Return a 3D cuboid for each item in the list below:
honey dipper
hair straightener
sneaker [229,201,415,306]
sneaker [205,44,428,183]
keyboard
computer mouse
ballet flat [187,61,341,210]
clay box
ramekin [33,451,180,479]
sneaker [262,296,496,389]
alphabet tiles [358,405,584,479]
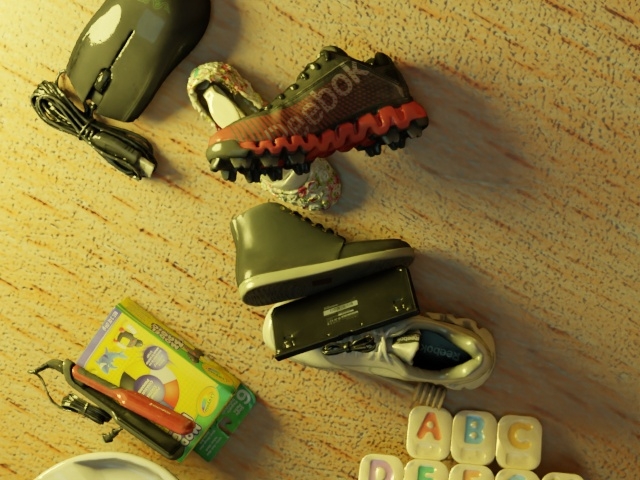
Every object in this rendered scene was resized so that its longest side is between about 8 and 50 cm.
[{"bbox_3d":[0.081,0.177,1.400,0.160,0.030,0.031,18,105,8],"label":"honey dipper"},{"bbox_3d":[-0.277,0.225,1.407,0.230,0.047,0.089,24,110,5],"label":"hair straightener"},{"bbox_3d":[0.000,0.000,1.348,0.222,0.083,0.118,-9,63,-9],"label":"sneaker"},{"bbox_3d":[-0.013,-0.151,1.268,0.276,0.097,0.135,-16,86,-22],"label":"sneaker"},{"bbox_3d":[0.029,0.098,1.296,0.180,0.108,0.023,-20,133,10],"label":"keyboard"},{"bbox_3d":[-0.234,-0.221,1.342,0.188,0.072,0.272,34,106,2],"label":"computer mouse"},{"bbox_3d":[-0.076,-0.119,1.335,0.241,0.077,0.091,43,106,-2],"label":"ballet flat"},{"bbox_3d":[-0.207,0.192,1.438,0.222,0.053,0.127,36,107,1],"label":"clay box"},{"bbox_3d":[-0.275,0.410,1.419,0.272,0.127,0.273,0,80,-2],"label":"ramekin"},{"bbox_3d":[0.070,0.120,1.335,0.292,0.118,0.110,7,90,8],"label":"sneaker"},{"bbox_3d":[0.183,0.346,1.347,0.284,0.021,0.278,4,70,9],"label":"alphabet tiles"}]
